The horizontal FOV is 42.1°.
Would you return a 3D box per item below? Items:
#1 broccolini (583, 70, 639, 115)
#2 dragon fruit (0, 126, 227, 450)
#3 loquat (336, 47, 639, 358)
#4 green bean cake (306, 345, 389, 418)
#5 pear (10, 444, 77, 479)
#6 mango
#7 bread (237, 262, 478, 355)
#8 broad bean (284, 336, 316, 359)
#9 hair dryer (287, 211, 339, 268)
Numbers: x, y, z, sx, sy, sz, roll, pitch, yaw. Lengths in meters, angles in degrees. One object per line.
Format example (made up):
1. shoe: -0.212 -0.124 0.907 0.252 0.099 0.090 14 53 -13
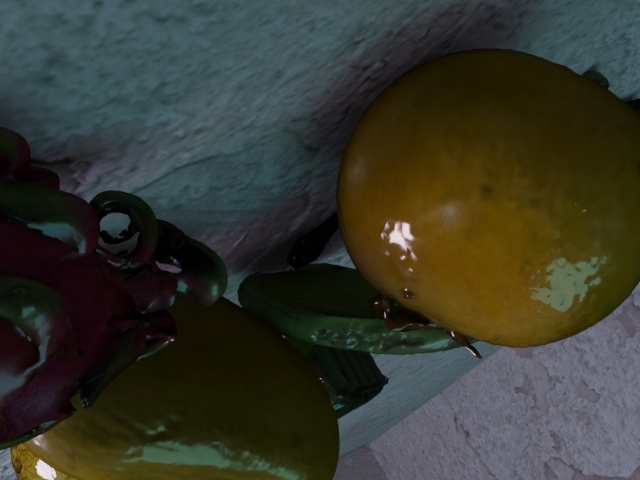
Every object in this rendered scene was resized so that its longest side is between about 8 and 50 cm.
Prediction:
1. broccolini: 0.377 -0.165 1.056 0.254 0.058 0.071 6 97 -65
2. dragon fruit: -0.208 0.039 0.513 0.198 0.218 0.273 11 -177 24
3. loquat: 0.141 -0.029 0.724 0.275 0.274 0.275 -27 161 -10
4. green bean cake: -0.036 0.268 1.419 0.255 0.132 0.241 -36 164 14
5. pear: -0.227 0.198 0.860 0.197 0.197 0.197 -27 161 -10
6. mango: -0.129 0.124 0.740 0.332 0.195 0.142 16 143 -33
7. bread: 0.057 0.069 0.915 0.302 0.045 0.301 4 -170 -1
8. broad bean: -0.061 0.215 1.210 0.256 0.052 0.052 -63 154 -28
9. hair dryer: 0.000 0.000 0.960 0.079 0.031 0.083 -43 173 9
